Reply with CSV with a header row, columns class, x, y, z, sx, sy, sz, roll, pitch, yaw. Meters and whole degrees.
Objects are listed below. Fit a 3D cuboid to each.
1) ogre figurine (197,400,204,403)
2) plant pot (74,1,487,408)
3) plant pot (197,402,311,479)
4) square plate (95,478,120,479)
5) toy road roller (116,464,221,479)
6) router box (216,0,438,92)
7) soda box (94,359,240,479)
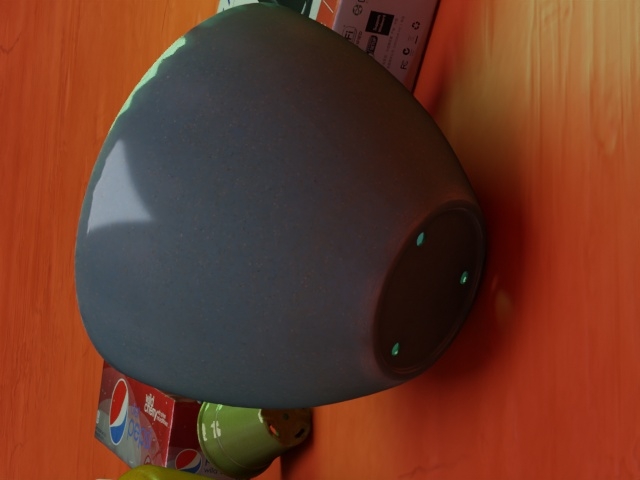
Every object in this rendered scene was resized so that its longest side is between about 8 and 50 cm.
class,x,y,z,sx,sy,sz,roll,pitch,yaw
ogre figurine,-0.072,0.041,1.731,0.197,0.097,0.118,-57,-5,-26
plant pot,0.000,0.000,1.363,0.195,0.290,0.290,23,108,31
plant pot,-0.049,0.155,1.660,0.079,0.083,0.083,-25,59,51
square plate,-0.104,0.350,1.427,0.347,0.049,0.344,1,59,40
toy road roller,-0.150,0.292,1.709,0.240,0.203,0.329,-65,29,10
router box,0.002,-0.210,1.633,0.301,0.082,0.335,-125,46,-61
soda box,-0.144,0.175,1.876,0.263,0.083,0.092,-162,80,-68
